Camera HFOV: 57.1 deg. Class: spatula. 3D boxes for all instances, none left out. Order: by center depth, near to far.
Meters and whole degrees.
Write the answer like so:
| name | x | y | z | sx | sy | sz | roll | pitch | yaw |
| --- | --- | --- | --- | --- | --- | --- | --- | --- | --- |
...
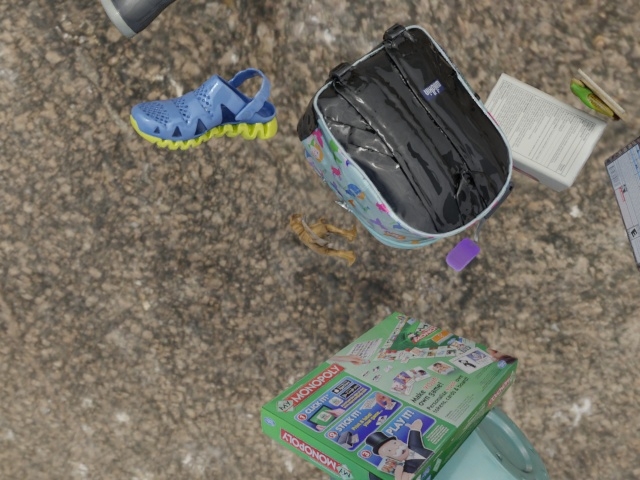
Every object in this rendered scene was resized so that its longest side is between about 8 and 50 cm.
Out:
| name | x | y | z | sx | sy | sz | roll | pitch | yaw |
| --- | --- | --- | --- | --- | --- | --- | --- | --- | --- |
| spatula | 0.460 | -0.045 | 1.673 | 0.084 | 0.030 | 0.296 | 33 | 90 | -33 |

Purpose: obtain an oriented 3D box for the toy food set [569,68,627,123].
| name | x | y | z | sx | sy | sz | roll | pitch | yaw |
| --- | --- | --- | --- | --- | --- | --- | --- | --- | --- |
| toy food set | 0.541 | -0.269 | 1.148 | 0.038 | 0.192 | 0.132 | -46 | 72 | 26 |

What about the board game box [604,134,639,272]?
| name | x | y | z | sx | sy | sz | roll | pitch | yaw |
| --- | --- | --- | --- | --- | --- | --- | --- | --- | --- |
| board game box | 0.658 | -0.097 | 1.002 | 0.141 | 0.232 | 0.291 | -7 | 164 | -9 |

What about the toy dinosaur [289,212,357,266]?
| name | x | y | z | sx | sy | sz | roll | pitch | yaw |
| --- | --- | --- | --- | --- | --- | --- | --- | --- | --- |
| toy dinosaur | 0.000 | 0.000 | 0.854 | 0.112 | 0.211 | 0.064 | 11 | 94 | -15 |

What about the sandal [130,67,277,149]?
| name | x | y | z | sx | sy | sz | roll | pitch | yaw |
| --- | --- | --- | --- | --- | --- | --- | --- | --- | --- |
| sandal | -0.217 | -0.267 | 1.154 | 0.317 | 0.126 | 0.138 | -18 | 145 | -36 |

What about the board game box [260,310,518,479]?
| name | x | y | z | sx | sy | sz | roll | pitch | yaw |
| --- | --- | --- | --- | --- | --- | --- | --- | --- | --- |
| board game box | 0.105 | 0.210 | 0.807 | 0.214 | 0.317 | 0.046 | 18 | 120 | 36 |

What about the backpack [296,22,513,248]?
| name | x | y | z | sx | sy | sz | roll | pitch | yaw |
| --- | --- | --- | --- | --- | --- | --- | --- | --- | --- |
| backpack | 0.114 | -0.117 | 0.783 | 0.253 | 0.225 | 0.191 | 49 | 161 | 3 |

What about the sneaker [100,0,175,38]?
| name | x | y | z | sx | sy | sz | roll | pitch | yaw |
| --- | --- | --- | --- | --- | --- | --- | --- | --- | --- |
| sneaker | -0.281 | -0.412 | 0.845 | 0.118 | 0.083 | 0.222 | -30 | 89 | 6 |

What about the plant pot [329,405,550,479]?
| name | x | y | z | sx | sy | sz | roll | pitch | yaw |
| --- | --- | --- | --- | --- | --- | --- | --- | --- | --- |
| plant pot | 0.202 | 0.374 | 0.904 | 0.293 | 0.293 | 0.235 | 36 | 109 | -21 |

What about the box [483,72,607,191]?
| name | x | y | z | sx | sy | sz | roll | pitch | yaw |
| --- | --- | --- | --- | --- | --- | --- | --- | --- | --- |
| box | 0.442 | -0.222 | 1.232 | 0.232 | 0.127 | 0.148 | 30 | 95 | 11 |
